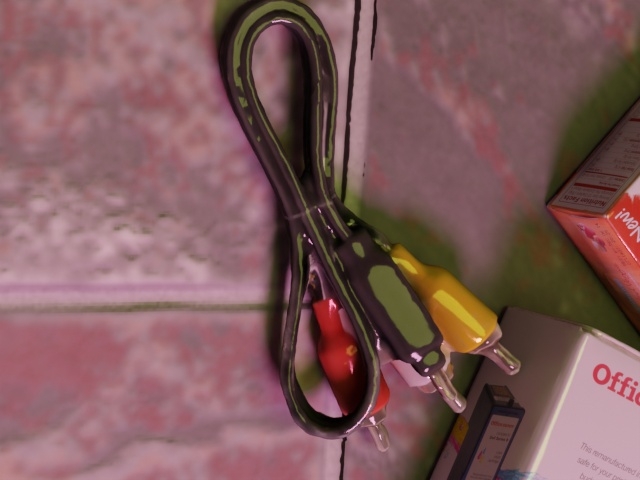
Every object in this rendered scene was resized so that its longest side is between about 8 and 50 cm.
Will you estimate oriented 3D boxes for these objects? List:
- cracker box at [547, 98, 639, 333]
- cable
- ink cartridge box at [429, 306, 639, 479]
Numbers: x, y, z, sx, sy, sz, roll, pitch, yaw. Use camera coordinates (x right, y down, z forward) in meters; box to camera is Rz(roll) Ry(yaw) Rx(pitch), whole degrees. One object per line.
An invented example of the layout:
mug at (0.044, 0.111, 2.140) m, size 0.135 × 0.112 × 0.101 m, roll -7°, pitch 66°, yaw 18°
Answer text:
cracker box at (0.278, -0.045, 1.210) m, size 0.232 × 0.067 × 0.156 m, roll -47°, pitch 117°, yaw -15°
cable at (0.000, 0.000, 1.082) m, size 0.139 × 0.072 × 0.287 m, roll -32°, pitch 100°, yaw -4°
ink cartridge box at (0.155, 0.169, 1.157) m, size 0.154 × 0.093 × 0.212 m, roll 28°, pitch 85°, yaw -31°
